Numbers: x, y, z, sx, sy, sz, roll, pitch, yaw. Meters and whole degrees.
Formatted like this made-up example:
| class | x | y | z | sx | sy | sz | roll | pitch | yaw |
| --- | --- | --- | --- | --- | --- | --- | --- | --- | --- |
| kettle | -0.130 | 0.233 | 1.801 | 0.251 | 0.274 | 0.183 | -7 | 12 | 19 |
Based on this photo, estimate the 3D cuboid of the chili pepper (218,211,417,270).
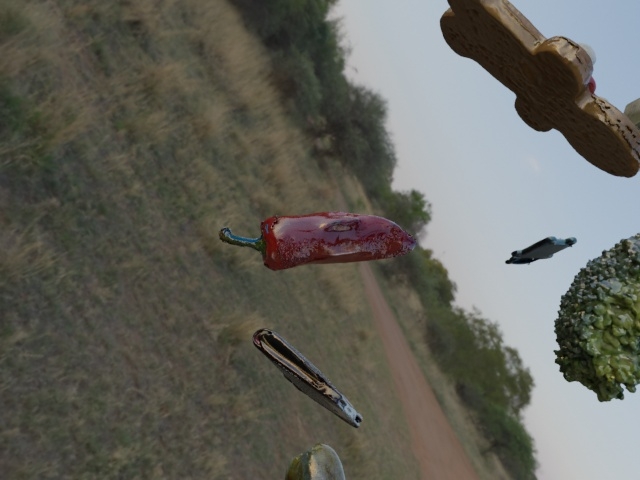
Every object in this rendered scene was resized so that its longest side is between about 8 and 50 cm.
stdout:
| class | x | y | z | sx | sy | sz | roll | pitch | yaw |
| --- | --- | --- | --- | --- | --- | --- | --- | --- | --- |
| chili pepper | 0.000 | 0.000 | 1.217 | 0.110 | 0.387 | 0.110 | 177 | -90 | -79 |

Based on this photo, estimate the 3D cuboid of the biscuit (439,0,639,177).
| class | x | y | z | sx | sy | sz | roll | pitch | yaw |
| --- | --- | --- | --- | --- | --- | --- | --- | --- | --- |
| biscuit | 0.284 | -0.213 | 0.808 | 0.340 | 0.047 | 0.216 | 46 | 0 | 15 |

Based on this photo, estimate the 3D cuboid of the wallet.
| class | x | y | z | sx | sy | sz | roll | pitch | yaw |
| --- | --- | --- | --- | --- | --- | --- | --- | --- | --- |
| wallet | -0.023 | 0.316 | 1.451 | 0.262 | 0.071 | 0.221 | 35 | -16 | 31 |

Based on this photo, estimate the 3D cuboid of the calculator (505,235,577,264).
| class | x | y | z | sx | sy | sz | roll | pitch | yaw |
| --- | --- | --- | --- | --- | --- | --- | --- | --- | --- |
| calculator | 0.407 | 0.021 | 1.182 | 0.141 | 0.094 | 0.019 | 137 | -49 | -59 |

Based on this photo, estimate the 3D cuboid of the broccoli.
| class | x | y | z | sx | sy | sz | roll | pitch | yaw |
| --- | --- | --- | --- | --- | --- | --- | --- | --- | --- |
| broccoli | 0.471 | 0.107 | 0.920 | 0.235 | 0.288 | 0.260 | 30 | 15 | -26 |

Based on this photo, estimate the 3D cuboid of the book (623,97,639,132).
| class | x | y | z | sx | sy | sz | roll | pitch | yaw |
| --- | --- | --- | --- | --- | --- | --- | --- | --- | --- |
| book | 0.751 | -0.280 | 1.333 | 0.025 | 0.215 | 0.282 | 38 | -29 | -14 |

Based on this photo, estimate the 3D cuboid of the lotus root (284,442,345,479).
| class | x | y | z | sx | sy | sz | roll | pitch | yaw |
| --- | --- | --- | --- | --- | --- | --- | --- | --- | --- |
| lotus root | -0.005 | 0.444 | 1.069 | 0.088 | 0.113 | 0.192 | 26 | 41 | -41 |
